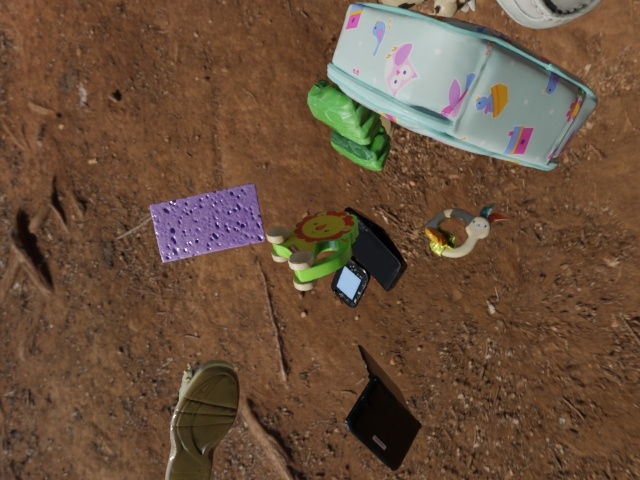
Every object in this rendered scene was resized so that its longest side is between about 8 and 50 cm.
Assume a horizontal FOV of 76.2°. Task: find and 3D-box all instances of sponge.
[{"bbox_3d":[-0.219,-0.035,0.807,0.209,0.031,0.117,-12,94,-2],"label":"sponge"}]

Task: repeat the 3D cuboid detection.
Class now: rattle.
[{"bbox_3d":[0.347,-0.047,0.964,0.199,0.143,0.130,-18,53,14],"label":"rattle"}]

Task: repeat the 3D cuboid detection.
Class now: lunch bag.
[{"bbox_3d":[0.159,-0.180,0.483,0.224,0.279,0.108,51,127,49],"label":"lunch bag"}]

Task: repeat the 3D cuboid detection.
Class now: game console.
[{"bbox_3d":[0.076,0.224,0.553,0.071,0.122,0.107,1,46,55],"label":"game console"},{"bbox_3d":[0.109,0.082,1.123,0.043,0.361,0.213,-27,63,-28],"label":"game console"}]

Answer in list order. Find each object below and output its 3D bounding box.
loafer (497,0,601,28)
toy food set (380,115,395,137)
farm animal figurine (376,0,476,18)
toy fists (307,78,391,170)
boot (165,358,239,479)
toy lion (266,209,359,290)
[{"bbox_3d":[0.120,-0.260,0.193,0.112,0.319,0.111,-33,39,2],"label":"loafer"},{"bbox_3d":[0.163,-0.313,1.180,0.192,0.038,0.133,-28,56,25],"label":"toy food set"},{"bbox_3d":[0.251,-0.524,0.796,0.326,0.172,0.330,6,43,31],"label":"farm animal figurine"},{"bbox_3d":[0.084,-0.252,0.924,0.142,0.279,0.096,39,87,28],"label":"toy fists"},{"bbox_3d":[-0.169,0.225,0.592,0.077,0.165,0.213,13,109,-16],"label":"boot"},{"bbox_3d":[0.000,0.000,0.419,0.096,0.034,0.100,-22,32,-17],"label":"toy lion"}]
